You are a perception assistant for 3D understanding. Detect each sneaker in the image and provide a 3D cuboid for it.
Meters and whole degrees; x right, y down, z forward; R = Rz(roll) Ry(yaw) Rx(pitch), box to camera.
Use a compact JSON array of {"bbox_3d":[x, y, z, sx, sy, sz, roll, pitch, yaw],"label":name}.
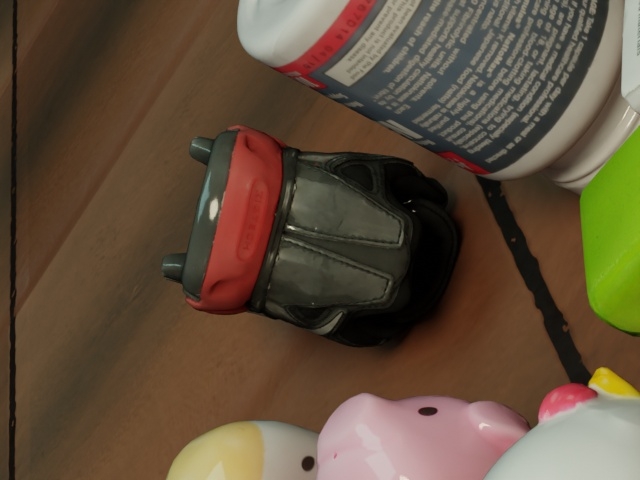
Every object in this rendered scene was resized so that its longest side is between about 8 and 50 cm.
[{"bbox_3d":[0.000,0.000,0.902,0.276,0.135,0.098,-55,-22,-89],"label":"sneaker"}]

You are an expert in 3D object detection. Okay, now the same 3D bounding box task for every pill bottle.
[{"bbox_3d":[0.066,-0.087,0.736,0.108,0.180,0.108,-47,28,35],"label":"pill bottle"}]

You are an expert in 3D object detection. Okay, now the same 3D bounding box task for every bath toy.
[{"bbox_3d":[0.036,0.121,0.669,0.129,0.151,0.348,-36,5,-35],"label":"bath toy"}]

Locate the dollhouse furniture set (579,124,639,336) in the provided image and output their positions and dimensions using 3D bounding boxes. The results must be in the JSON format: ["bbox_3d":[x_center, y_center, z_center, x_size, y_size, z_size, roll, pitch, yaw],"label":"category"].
[{"bbox_3d":[0.219,-0.036,0.333,0.301,0.197,0.151,-52,24,27],"label":"dollhouse furniture set"}]

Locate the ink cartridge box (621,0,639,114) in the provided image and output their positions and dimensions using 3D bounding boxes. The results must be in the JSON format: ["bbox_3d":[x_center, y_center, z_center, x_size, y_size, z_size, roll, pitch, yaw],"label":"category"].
[{"bbox_3d":[0.201,-0.080,0.494,0.190,0.139,0.082,-39,31,43],"label":"ink cartridge box"}]
